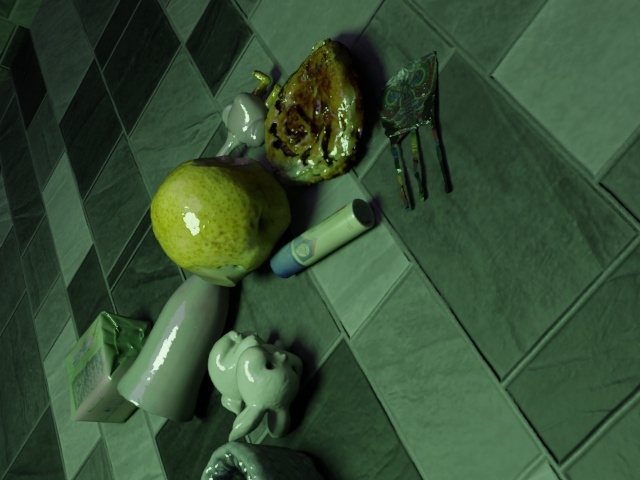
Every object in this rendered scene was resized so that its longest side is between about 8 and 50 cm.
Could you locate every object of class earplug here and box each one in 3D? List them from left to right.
[{"bbox_3d":[-0.275,0.199,1.729,0.172,0.172,0.301,28,92,51],"label":"earplug"}]

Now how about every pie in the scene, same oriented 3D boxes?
[{"bbox_3d":[-0.015,-0.235,1.613,0.308,0.085,0.308,-20,64,46],"label":"pie"}]

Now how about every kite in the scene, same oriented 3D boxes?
[{"bbox_3d":[0.159,-0.185,1.440,0.152,0.015,0.286,-33,53,39],"label":"kite"}]

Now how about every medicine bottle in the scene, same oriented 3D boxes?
[{"bbox_3d":[0.000,0.000,1.531,0.231,0.059,0.059,-33,54,39],"label":"medicine bottle"}]

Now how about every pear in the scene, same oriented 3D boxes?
[{"bbox_3d":[-0.188,-0.049,1.623,0.271,0.271,0.271,-21,62,45],"label":"pear"}]

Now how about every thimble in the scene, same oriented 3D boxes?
[{"bbox_3d":[-0.097,0.466,1.407,0.217,0.157,0.246,-31,54,43],"label":"thimble"}]

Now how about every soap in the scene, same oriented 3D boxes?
[{"bbox_3d":[-0.480,0.297,1.939,0.199,0.138,0.182,-45,45,31],"label":"soap"}]

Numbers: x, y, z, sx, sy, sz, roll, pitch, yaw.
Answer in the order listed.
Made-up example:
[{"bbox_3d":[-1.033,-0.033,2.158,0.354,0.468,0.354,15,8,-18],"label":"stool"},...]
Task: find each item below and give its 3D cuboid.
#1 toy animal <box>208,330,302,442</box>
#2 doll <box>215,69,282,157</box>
[{"bbox_3d":[-0.122,0.259,1.532,0.193,0.127,0.179,35,107,49],"label":"toy animal"},{"bbox_3d":[-0.195,-0.186,1.807,0.160,0.094,0.365,41,110,41],"label":"doll"}]
